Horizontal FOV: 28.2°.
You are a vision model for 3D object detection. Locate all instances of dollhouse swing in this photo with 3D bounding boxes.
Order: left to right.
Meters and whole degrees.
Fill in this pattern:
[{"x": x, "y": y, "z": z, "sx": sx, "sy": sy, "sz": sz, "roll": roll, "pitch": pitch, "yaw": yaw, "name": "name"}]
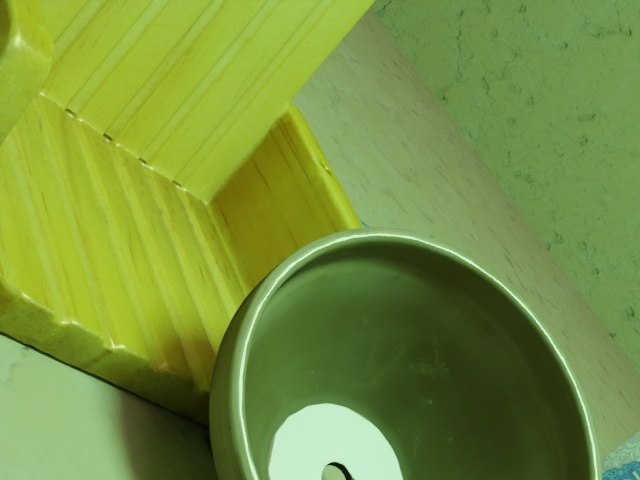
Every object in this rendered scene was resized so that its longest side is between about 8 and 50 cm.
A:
[{"x": -0.046, "y": -0.117, "z": 0.757, "sx": 0.347, "sy": 0.305, "sz": 0.315, "roll": 37, "pitch": 20, "yaw": -48, "name": "dollhouse swing"}]

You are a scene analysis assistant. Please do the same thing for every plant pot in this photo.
[{"x": 0.034, "y": 0.121, "z": 0.719, "sx": 0.237, "sy": 0.110, "sz": 0.237, "roll": 15, "pitch": 57, "yaw": -24, "name": "plant pot"}]

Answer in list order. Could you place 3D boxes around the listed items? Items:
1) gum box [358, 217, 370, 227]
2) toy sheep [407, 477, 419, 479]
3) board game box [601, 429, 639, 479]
[{"x": 0.000, "y": 0.000, "z": 1.006, "sx": 0.188, "sy": 0.062, "sz": 0.107, "roll": 38, "pitch": 4, "yaw": 31, "name": "gum box"}, {"x": 0.067, "y": 0.182, "z": 0.818, "sx": 0.132, "sy": 0.091, "sz": 0.091, "roll": 59, "pitch": 15, "yaw": 11, "name": "toy sheep"}, {"x": 0.381, "y": 0.270, "z": 1.078, "sx": 0.066, "sy": 0.318, "sz": 0.318, "roll": 37, "pitch": 16, "yaw": -44, "name": "board game box"}]
